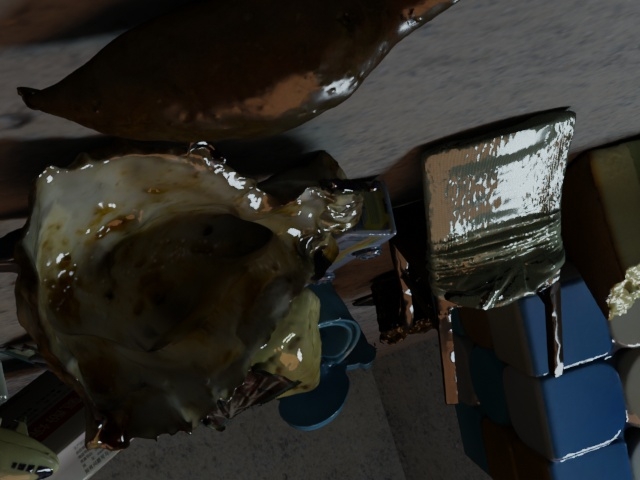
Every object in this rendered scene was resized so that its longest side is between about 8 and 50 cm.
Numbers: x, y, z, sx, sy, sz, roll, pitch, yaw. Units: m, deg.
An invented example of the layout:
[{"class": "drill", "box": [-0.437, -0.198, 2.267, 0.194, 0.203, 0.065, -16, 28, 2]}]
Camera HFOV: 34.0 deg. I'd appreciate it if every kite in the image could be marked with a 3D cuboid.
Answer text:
[{"class": "kite", "box": [-0.188, 0.148, 1.183, 0.406, 0.014, 0.368, 2, 151, 25]}]

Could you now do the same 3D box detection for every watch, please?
[{"class": "watch", "box": [-0.029, 0.128, 1.420, 0.211, 0.211, 0.193, -16, 149, -5]}]

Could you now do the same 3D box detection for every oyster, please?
[{"class": "oyster", "box": [-0.073, 0.002, 0.725, 0.133, 0.197, 0.337, 16, -153, 36]}]

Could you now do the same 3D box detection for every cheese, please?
[{"class": "cheese", "box": [-0.102, 0.110, 1.208, 0.214, 0.117, 0.226, 1, 158, 6]}]

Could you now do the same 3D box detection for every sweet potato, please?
[{"class": "sweet potato", "box": [-0.005, -0.094, 0.483, 0.270, 0.074, 0.075, -22, 169, 6]}]

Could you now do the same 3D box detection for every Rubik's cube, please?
[{"class": "Rubik's cube", "box": [0.385, 0.158, 1.473, 0.347, 0.344, 0.346, -16, -168, -13]}]

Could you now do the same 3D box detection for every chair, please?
[{"class": "chair", "box": [0.155, -0.009, 1.062, 0.160, 0.319, 0.186, -15, -146, -7]}]

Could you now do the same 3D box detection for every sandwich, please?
[{"class": "sandwich", "box": [0.352, -0.005, 1.239, 0.108, 0.186, 0.220, -14, 170, -4]}]

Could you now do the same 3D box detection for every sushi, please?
[{"class": "sushi", "box": [0.193, 0.090, 1.677, 0.213, 0.114, 0.147, -13, 170, -19]}]

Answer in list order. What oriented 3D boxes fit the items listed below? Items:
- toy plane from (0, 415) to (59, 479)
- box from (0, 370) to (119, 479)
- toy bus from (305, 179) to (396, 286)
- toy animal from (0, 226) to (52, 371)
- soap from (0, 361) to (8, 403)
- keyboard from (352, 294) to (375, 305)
[{"class": "toy plane", "box": [-0.422, 0.226, 1.171, 0.256, 0.104, 0.241, 10, 119, -29]}, {"class": "box", "box": [-0.385, 0.280, 1.329, 0.214, 0.069, 0.353, -1, -151, 40]}, {"class": "toy bus", "box": [0.000, 0.000, 1.020, 0.075, 0.064, 0.190, -3, 164, -34]}, {"class": "toy animal", "box": [-0.177, 0.028, 0.848, 0.256, 0.176, 0.239, 19, 160, -5]}, {"class": "soap", "box": [-0.478, 0.205, 1.313, 0.121, 0.063, 0.183, -10, 168, -37]}, {"class": "keyboard", "box": [0.123, 0.107, 1.944, 0.067, 0.011, 0.202, -23, 168, 22]}]
